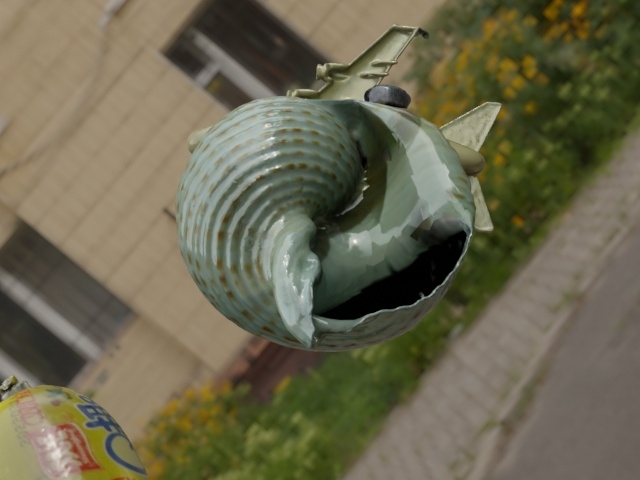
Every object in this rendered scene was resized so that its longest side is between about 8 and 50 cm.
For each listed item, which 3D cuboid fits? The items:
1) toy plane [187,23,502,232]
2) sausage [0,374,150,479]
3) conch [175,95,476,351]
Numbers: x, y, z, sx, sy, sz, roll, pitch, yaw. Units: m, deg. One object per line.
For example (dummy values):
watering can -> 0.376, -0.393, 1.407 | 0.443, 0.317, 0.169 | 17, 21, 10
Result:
toy plane -> 0.019, -0.073, 1.395 | 0.104, 0.256, 0.242 | 120, 157, -72
sausage -> -0.150, 0.236, 1.147 | 0.123, 0.347, 0.123 | -22, -28, -12
conch -> -0.002, 0.004, 1.031 | 0.131, 0.172, 0.200 | 106, 162, -54
